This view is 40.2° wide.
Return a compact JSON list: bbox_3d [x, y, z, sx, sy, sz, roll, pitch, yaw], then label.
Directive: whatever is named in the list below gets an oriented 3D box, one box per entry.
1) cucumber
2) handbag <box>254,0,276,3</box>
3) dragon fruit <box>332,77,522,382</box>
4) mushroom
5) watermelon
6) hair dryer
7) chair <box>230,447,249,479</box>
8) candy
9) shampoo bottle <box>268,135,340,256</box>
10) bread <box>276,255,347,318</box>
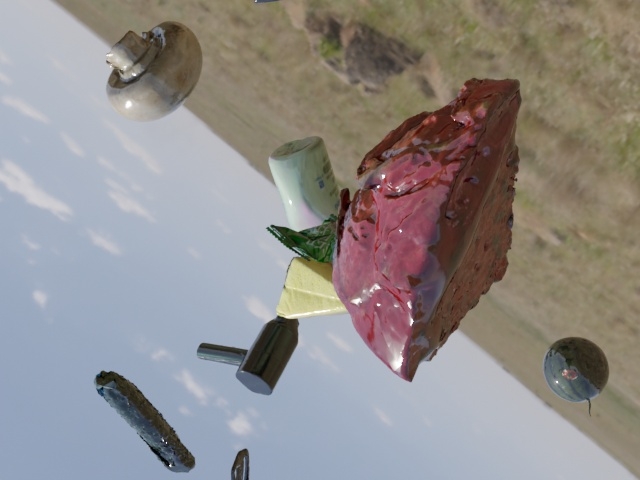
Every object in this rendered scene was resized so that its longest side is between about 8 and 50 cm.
[{"bbox_3d":[-0.234,0.243,1.174,0.043,0.044,0.257,-4,140,19],"label":"cucumber"},{"bbox_3d":[0.006,-0.534,1.488,0.152,0.288,0.342,58,-157,-50],"label":"handbag"},{"bbox_3d":[0.151,-0.055,1.034,0.240,0.330,0.302,2,-143,-31],"label":"dragon fruit"},{"bbox_3d":[-0.345,-0.351,1.776,0.178,0.226,0.226,51,175,-35],"label":"mushroom"},{"bbox_3d":[0.423,0.223,1.432,0.105,0.105,0.133,33,-140,-69],"label":"watermelon"},{"bbox_3d":[-0.207,0.286,2.444,0.302,0.244,0.116,5,140,32],"label":"hair dryer"},{"bbox_3d":[-0.177,0.448,1.475,0.101,0.212,0.084,3,-163,15],"label":"chair"},{"bbox_3d":[0.000,0.004,1.814,0.141,0.078,0.203,21,-160,41],"label":"candy"},{"bbox_3d":[-0.016,-0.089,2.322,0.222,0.151,0.349,-67,-38,-65],"label":"shampoo bottle"},{"bbox_3d":[0.042,0.154,2.018,0.167,0.163,0.264,2,-158,-43],"label":"bread"}]
